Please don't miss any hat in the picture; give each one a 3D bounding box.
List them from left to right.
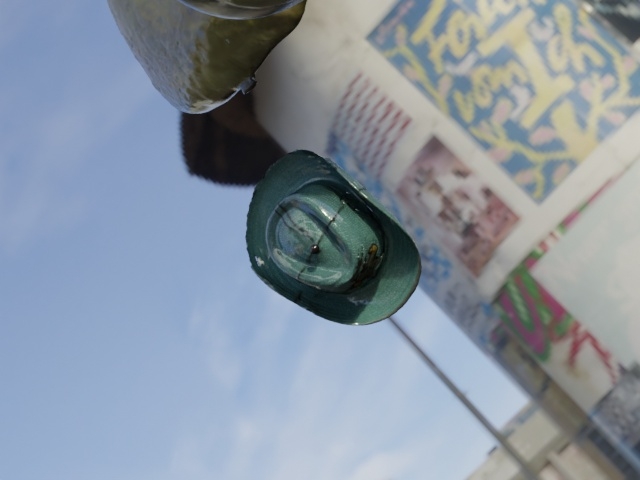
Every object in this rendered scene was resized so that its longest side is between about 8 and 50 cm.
[{"bbox_3d":[0.000,0.000,1.271,0.138,0.191,0.078,-61,-18,17],"label":"hat"}]

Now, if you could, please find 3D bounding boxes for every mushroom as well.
[{"bbox_3d":[-0.098,-0.243,1.119,0.292,0.212,0.217,-21,40,41],"label":"mushroom"}]

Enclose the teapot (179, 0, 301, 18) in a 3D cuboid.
[{"bbox_3d":[-0.060,-0.176,0.664,0.166,0.119,0.130,-9,-68,-25],"label":"teapot"}]
